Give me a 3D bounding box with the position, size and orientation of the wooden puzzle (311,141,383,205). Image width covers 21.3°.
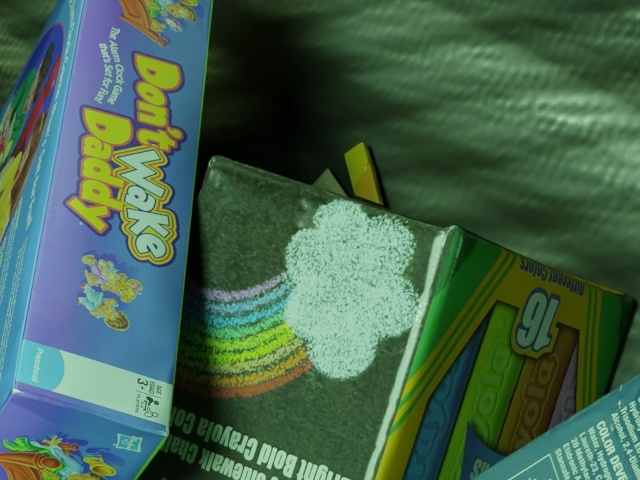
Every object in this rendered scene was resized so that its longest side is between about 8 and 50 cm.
[{"bbox_3d":[0.000,0.000,1.057,0.116,0.014,0.078,-42,49,22],"label":"wooden puzzle"}]

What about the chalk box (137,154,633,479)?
[{"bbox_3d":[0.010,0.128,0.897,0.180,0.179,0.289,18,89,42],"label":"chalk box"}]

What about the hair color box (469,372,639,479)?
[{"bbox_3d":[0.213,0.099,0.713,0.347,0.174,0.105,-39,55,32],"label":"hair color box"}]

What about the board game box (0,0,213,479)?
[{"bbox_3d":[-0.151,0.020,0.963,0.233,0.078,0.347,-53,25,42],"label":"board game box"}]
